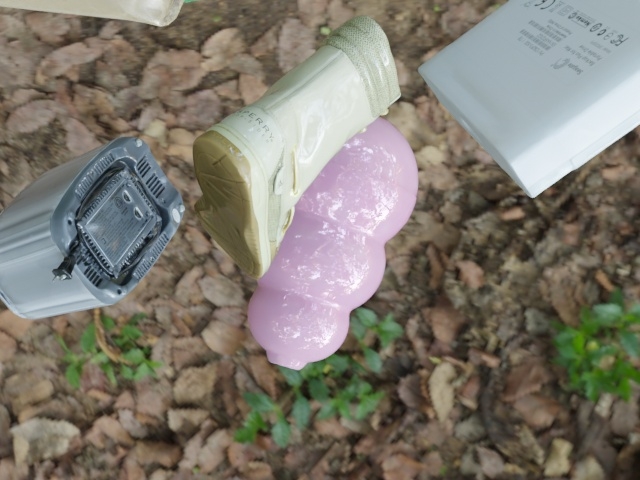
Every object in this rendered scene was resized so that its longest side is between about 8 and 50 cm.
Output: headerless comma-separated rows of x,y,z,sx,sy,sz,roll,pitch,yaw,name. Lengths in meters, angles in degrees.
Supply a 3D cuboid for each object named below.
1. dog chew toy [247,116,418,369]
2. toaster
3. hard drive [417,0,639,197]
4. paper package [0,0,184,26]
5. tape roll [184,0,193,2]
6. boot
0.000,0.000,1.446,0.206,0.206,0.332,19,84,-24,dog chew toy
-0.257,-0.004,1.194,0.129,0.146,0.227,57,36,-24,toaster
0.218,-0.162,0.711,0.307,0.203,0.040,-36,115,5,hard drive
-0.198,-0.228,0.487,0.324,0.309,0.168,5,118,-2,paper package
-0.149,-0.406,1.148,0.321,0.077,0.321,-2,84,15,tape roll
-0.021,-0.082,1.062,0.095,0.262,0.203,41,71,16,boot
